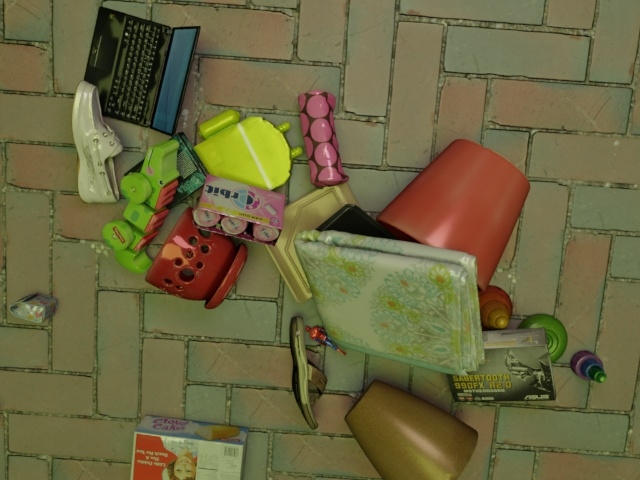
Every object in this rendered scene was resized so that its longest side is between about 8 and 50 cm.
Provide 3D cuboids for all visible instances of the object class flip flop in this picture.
[{"bbox_3d":[-0.025,0.315,1.329,0.080,0.112,0.277,-7,93,-13],"label":"flip flop"}]

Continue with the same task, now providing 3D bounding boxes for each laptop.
[{"bbox_3d":[-0.399,-0.369,1.209,0.264,0.136,0.235,16,97,-2],"label":"laptop"}]

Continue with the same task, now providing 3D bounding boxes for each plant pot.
[{"bbox_3d":[0.188,0.452,1.295,0.254,0.237,0.237,38,97,10],"label":"plant pot"},{"bbox_3d":[-0.269,0.047,1.247,0.174,0.191,0.191,31,97,-13],"label":"plant pot"},{"bbox_3d":[0.297,-0.064,1.196,0.274,0.275,0.243,35,89,-4],"label":"plant pot"}]

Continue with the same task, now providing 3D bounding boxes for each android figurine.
[{"bbox_3d":[-0.176,-0.176,1.274,0.272,0.056,0.248,-27,96,8],"label":"android figurine"}]

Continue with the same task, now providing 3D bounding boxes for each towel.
[{"bbox_3d":[0.146,0.126,1.161,0.374,0.090,0.321,9,135,27],"label":"towel"}]

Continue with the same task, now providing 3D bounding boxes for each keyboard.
[{"bbox_3d":[0.108,0.061,1.265,0.317,0.033,0.201,38,114,-25],"label":"keyboard"}]

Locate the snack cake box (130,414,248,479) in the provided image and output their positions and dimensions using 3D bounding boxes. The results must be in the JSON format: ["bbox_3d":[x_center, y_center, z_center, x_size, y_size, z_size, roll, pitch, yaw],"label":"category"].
[{"bbox_3d":[-0.317,0.530,1.361,0.264,0.089,0.152,8,100,0],"label":"snack cake box"}]

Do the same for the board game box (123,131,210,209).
[{"bbox_3d":[-0.345,-0.143,1.263,0.186,0.026,0.126,-28,97,26],"label":"board game box"}]

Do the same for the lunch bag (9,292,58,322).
[{"bbox_3d":[-0.678,0.155,1.319,0.083,0.071,0.053,14,99,-1],"label":"lunch bag"}]

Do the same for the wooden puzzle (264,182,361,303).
[{"bbox_3d":[0.000,0.000,1.309,0.238,0.044,0.221,-29,97,0],"label":"wooden puzzle"}]

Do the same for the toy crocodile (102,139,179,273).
[{"bbox_3d":[-0.379,-0.069,1.222,0.105,0.115,0.341,33,118,4],"label":"toy crocodile"}]

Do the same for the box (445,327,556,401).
[{"bbox_3d":[0.400,0.286,1.264,0.230,0.056,0.183,-7,125,22],"label":"box"}]

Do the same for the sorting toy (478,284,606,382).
[{"bbox_3d":[0.509,0.235,1.293,0.365,0.126,0.127,29,97,-3],"label":"sorting toy"}]

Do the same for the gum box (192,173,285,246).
[{"bbox_3d":[-0.176,-0.066,1.202,0.188,0.107,0.062,14,135,-13],"label":"gum box"}]

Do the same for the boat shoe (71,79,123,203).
[{"bbox_3d":[-0.486,-0.212,1.239,0.096,0.098,0.277,4,119,-4],"label":"boat shoe"}]

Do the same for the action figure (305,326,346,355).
[{"bbox_3d":[0.015,0.237,1.347,0.115,0.030,0.038,28,92,1],"label":"action figure"}]

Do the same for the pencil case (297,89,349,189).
[{"bbox_3d":[0.008,-0.222,1.237,0.095,0.098,0.210,-10,88,46],"label":"pencil case"}]
